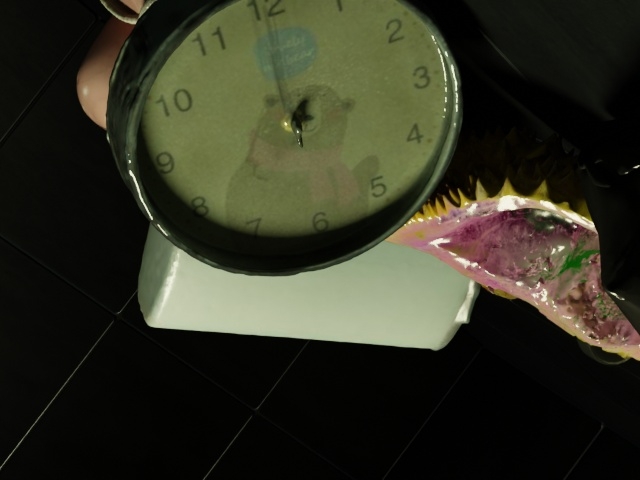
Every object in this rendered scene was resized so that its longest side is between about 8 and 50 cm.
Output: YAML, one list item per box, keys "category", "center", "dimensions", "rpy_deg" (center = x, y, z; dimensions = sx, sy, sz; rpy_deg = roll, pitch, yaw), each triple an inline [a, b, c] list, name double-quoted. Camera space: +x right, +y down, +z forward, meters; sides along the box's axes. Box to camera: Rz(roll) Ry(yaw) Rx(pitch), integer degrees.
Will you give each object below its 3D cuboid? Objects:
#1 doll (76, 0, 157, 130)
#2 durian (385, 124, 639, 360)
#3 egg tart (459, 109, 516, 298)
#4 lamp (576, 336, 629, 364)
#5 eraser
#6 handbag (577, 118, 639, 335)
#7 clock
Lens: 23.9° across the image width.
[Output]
- category: "doll"
  center: [-0.113, -0.210, 1.272]
  dimensions: [0.284, 0.216, 0.268]
  rpy_deg: [33, 164, 11]
- category: "durian"
  center: [0.214, -0.006, 1.245]
  dimensions: [0.260, 0.154, 0.186]
  rpy_deg: [30, 171, -19]
- category: "egg tart"
  center: [0.136, -0.058, 1.561]
  dimensions: [0.294, 0.123, 0.294]
  rpy_deg: [40, 176, 3]
- category: "lamp"
  center: [0.242, -0.018, 1.707]
  dimensions: [0.130, 0.108, 0.371]
  rpy_deg: [13, -151, -39]
- category: "eraser"
  center: [0.000, 0.000, 1.336]
  dimensions: [0.290, 0.189, 0.104]
  rpy_deg: [6, -148, -22]
- category: "handbag"
  center: [0.299, 0.034, 1.039]
  dimensions: [0.342, 0.152, 0.288]
  rpy_deg: [39, -167, -10]
- category: "clock"
  center: [-0.023, -0.095, 1.170]
  dimensions: [0.280, 0.280, 0.055]
  rpy_deg: [40, -166, -35]
